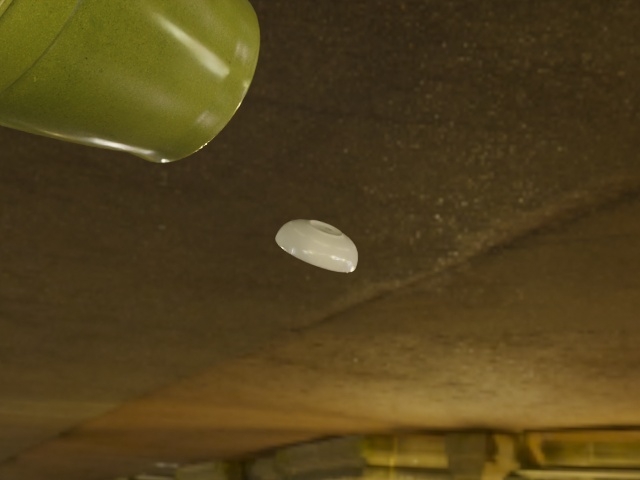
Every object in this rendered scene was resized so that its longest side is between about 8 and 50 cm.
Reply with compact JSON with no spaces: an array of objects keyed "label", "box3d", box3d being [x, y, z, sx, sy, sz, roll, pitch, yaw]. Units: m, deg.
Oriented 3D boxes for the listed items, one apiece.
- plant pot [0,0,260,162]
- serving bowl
[{"label":"plant pot","box3d":[-0.266,-0.258,1.211,0.366,0.367,0.353,-10,154,38]},{"label":"serving bowl","box3d":[0.000,0.000,1.034,0.083,0.027,0.083,21,-165,-6]}]
